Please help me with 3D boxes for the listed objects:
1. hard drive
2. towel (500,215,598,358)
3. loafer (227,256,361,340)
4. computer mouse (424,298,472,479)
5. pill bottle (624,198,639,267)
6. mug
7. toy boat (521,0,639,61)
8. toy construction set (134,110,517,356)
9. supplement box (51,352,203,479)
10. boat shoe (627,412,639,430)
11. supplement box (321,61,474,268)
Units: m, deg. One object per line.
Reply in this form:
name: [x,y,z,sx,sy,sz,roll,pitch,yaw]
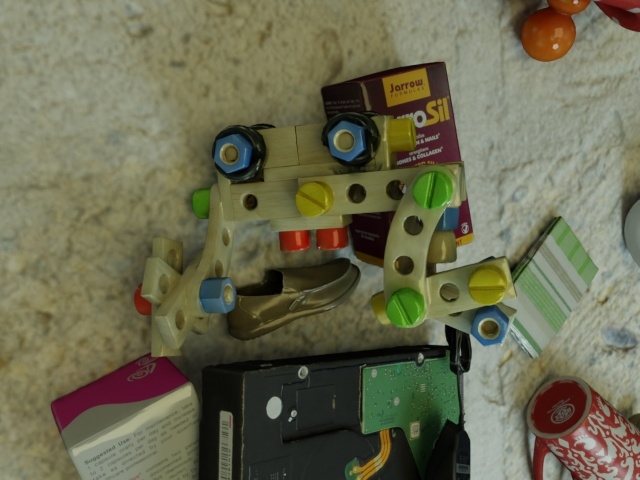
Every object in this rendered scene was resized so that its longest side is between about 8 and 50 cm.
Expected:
hard drive: [0.031,0.225,0.660,0.339,0.064,0.237,4,85,-47]
towel: [0.281,0.059,0.868,0.152,0.023,0.113,-50,118,-15]
loafer: [-0.026,0.049,0.683,0.148,0.056,0.050,-26,115,-22]
computer mouse: [0.128,0.172,0.702,0.071,0.041,0.242,42,50,-57]
pill bottle: [0.528,-0.029,0.921,0.221,0.124,0.124,-16,105,-24]
mug: [0.340,0.271,0.881,0.169,0.113,0.150,43,76,-23]
toy boat: [0.275,-0.270,0.761,0.231,0.151,0.151,3,127,-27]
toy construction set: [0.000,0.000,0.604,0.327,0.151,0.215,-6,98,4]
supplement box: [-0.141,0.228,0.621,0.114,0.111,0.220,-27,110,-22]
boat shoe: [0.446,0.327,0.977,0.060,0.064,0.178,-5,100,-60]
supplement box: [0.080,-0.077,0.704,0.104,0.081,0.188,-19,106,-23]
